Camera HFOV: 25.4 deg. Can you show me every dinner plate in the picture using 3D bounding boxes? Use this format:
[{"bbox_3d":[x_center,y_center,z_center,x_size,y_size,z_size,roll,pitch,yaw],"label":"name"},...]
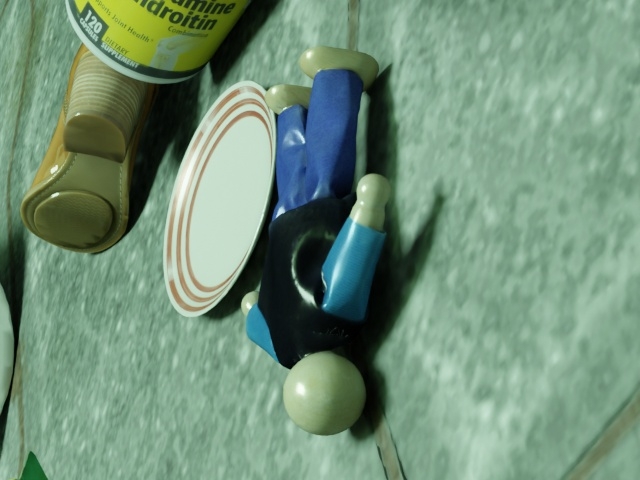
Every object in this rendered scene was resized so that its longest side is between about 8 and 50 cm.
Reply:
[{"bbox_3d":[-0.055,-0.023,0.820,0.141,0.017,0.141,-40,42,50],"label":"dinner plate"}]

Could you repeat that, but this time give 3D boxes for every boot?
[{"bbox_3d":[-0.148,-0.090,0.997,0.197,0.073,0.152,126,160,-52],"label":"boot"}]

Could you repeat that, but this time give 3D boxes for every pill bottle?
[{"bbox_3d":[-0.074,-0.186,0.850,0.184,0.103,0.103,-48,36,43],"label":"pill bottle"}]

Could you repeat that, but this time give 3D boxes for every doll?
[{"bbox_3d":[0.000,0.000,0.666,0.129,0.046,0.189,-40,42,51],"label":"doll"}]

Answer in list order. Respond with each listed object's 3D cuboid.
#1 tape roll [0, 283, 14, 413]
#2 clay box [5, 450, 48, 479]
[{"bbox_3d":[-0.395,0.087,1.127,0.100,0.286,0.286,-35,46,53],"label":"tape roll"},{"bbox_3d":[-0.179,0.225,0.733,0.053,0.127,0.222,-12,26,17],"label":"clay box"}]
